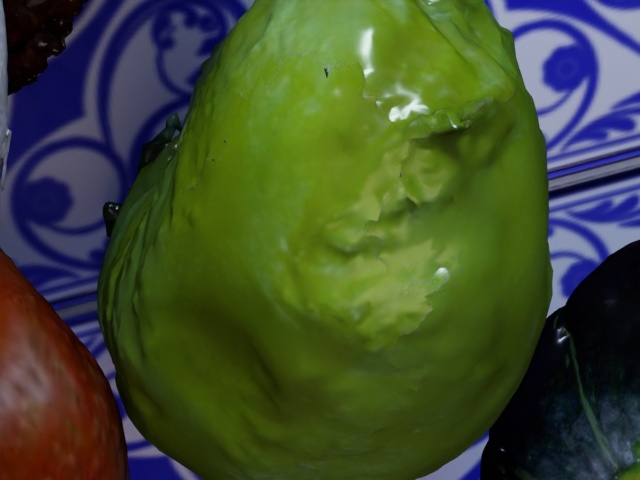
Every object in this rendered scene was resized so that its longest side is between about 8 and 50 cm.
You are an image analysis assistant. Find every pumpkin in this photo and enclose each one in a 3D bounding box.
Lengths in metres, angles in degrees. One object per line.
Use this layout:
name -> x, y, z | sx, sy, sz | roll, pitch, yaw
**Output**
pumpkin -> 0.242, 0.144, 0.969 | 0.296, 0.296, 0.295 | -8, 122, -12

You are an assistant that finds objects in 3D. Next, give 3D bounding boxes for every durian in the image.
durian -> 0.000, 0.000, 0.812 | 0.204, 0.340, 0.255 | 0, 93, -6

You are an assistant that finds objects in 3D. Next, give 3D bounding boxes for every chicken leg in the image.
chicken leg -> -0.124, -0.159, 0.799 | 0.093, 0.053, 0.205 | -13, 133, -37

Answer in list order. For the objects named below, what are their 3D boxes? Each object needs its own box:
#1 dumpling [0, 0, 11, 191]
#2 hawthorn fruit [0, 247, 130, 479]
dumpling -> -0.224, -0.031, 0.542 | 0.260, 0.181, 0.341 | -5, 94, -28
hawthorn fruit -> -0.240, 0.135, 0.761 | 0.285, 0.369, 0.284 | 2, 108, 7
